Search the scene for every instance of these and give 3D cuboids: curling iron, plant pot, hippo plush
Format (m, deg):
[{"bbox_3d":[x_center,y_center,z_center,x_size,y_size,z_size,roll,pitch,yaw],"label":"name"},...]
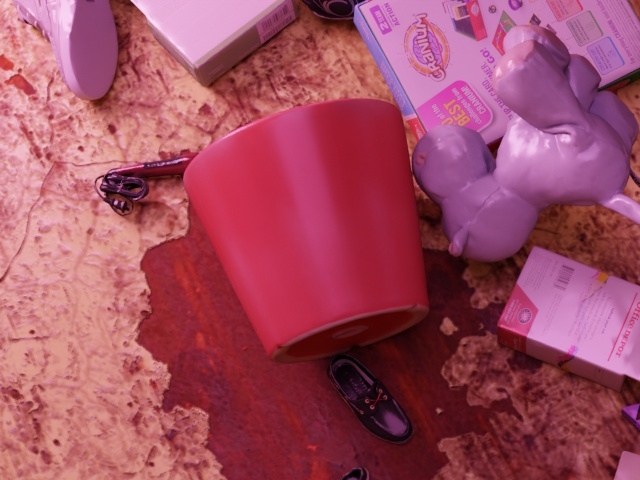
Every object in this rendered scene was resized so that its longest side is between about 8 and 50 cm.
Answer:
[{"bbox_3d":[-0.155,-0.085,1.798,0.274,0.035,0.068,-11,70,2],"label":"curling iron"},{"bbox_3d":[0.000,0.000,1.638,0.275,0.275,0.243,-17,76,-2],"label":"plant pot"},{"bbox_3d":[0.248,-0.082,1.659,0.236,0.234,0.294,-39,81,26],"label":"hippo plush"}]

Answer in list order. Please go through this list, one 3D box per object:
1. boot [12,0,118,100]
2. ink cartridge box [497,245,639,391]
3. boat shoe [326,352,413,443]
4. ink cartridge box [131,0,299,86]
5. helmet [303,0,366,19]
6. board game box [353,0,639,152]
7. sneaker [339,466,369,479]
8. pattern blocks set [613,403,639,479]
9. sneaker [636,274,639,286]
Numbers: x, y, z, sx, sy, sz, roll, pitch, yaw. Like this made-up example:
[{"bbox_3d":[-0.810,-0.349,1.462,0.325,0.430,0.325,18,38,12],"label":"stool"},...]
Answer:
[{"bbox_3d":[-0.354,-0.305,1.898,0.123,0.095,0.258,-13,78,36],"label":"boot"},{"bbox_3d":[0.321,0.100,1.649,0.198,0.067,0.115,22,71,16],"label":"ink cartridge box"},{"bbox_3d":[0.057,0.188,1.653,0.049,0.042,0.133,-40,70,-13],"label":"boat shoe"},{"bbox_3d":[-0.168,-0.340,1.901,0.171,0.056,0.235,-39,64,-12],"label":"ink cartridge box"},{"bbox_3d":[0.029,-0.388,1.824,0.169,0.161,0.169,-9,43,8],"label":"helmet"},{"bbox_3d":[0.236,-0.257,1.785,0.316,0.064,0.242,-26,81,-6],"label":"board game box"},{"bbox_3d":[0.023,0.292,1.613,0.031,0.035,0.083,33,73,19],"label":"sneaker"},{"bbox_3d":[0.385,0.336,1.561,0.285,0.026,0.325,3,67,7],"label":"pattern blocks set"},{"bbox_3d":[0.421,0.062,1.674,0.083,0.032,0.037,40,76,19],"label":"sneaker"}]
